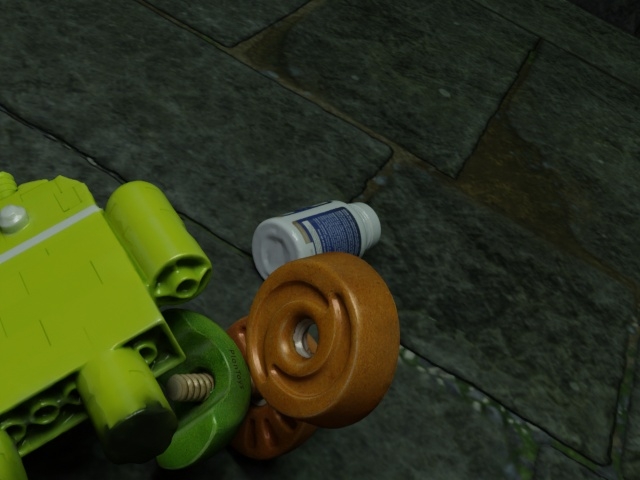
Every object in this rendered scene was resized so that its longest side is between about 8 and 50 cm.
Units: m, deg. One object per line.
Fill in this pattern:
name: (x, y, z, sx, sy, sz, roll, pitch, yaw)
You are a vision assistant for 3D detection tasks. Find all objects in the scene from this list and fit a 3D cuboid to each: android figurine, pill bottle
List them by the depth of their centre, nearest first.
android figurine: (-0.194, 0.049, 0.520, 0.248, 0.056, 0.273, -29, 47, -11)
pill bottle: (0.000, 0.000, 0.778, 0.120, 0.067, 0.067, -19, 55, -45)

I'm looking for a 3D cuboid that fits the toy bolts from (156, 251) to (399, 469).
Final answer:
toy bolts: (0.014, 0.131, 0.534, 0.158, 0.218, 0.228, 9, 56, -47)
